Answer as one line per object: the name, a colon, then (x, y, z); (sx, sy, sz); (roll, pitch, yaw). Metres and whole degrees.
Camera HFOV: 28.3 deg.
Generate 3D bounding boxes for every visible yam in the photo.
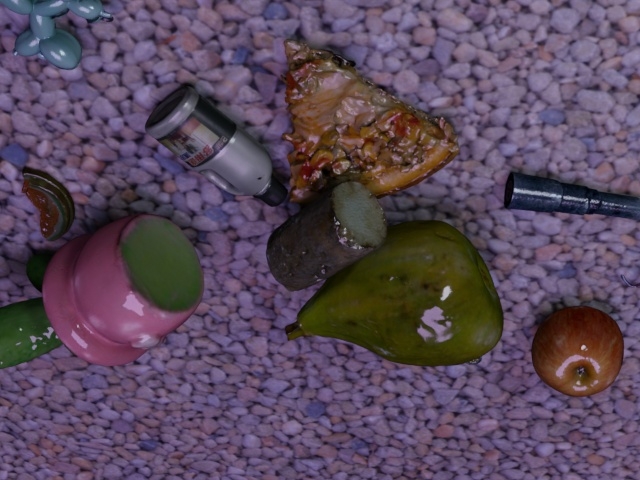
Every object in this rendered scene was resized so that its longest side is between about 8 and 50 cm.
yam: (0.000, 0.000, 1.815); (0.107, 0.107, 0.194); (32, 141, -22)

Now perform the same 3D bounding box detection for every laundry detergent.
laundry detergent: (-0.137, -0.123, 1.812); (0.099, 0.070, 0.226); (-36, 122, 27)

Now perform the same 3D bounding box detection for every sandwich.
sandwich: (-0.414, -0.056, 1.938); (0.067, 0.029, 0.135); (-9, 132, 15)

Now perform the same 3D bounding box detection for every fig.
fig: (0.106, 0.089, 1.860); (0.314, 0.233, 0.233); (-10, 134, -6)

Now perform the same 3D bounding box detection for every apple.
apple: (0.404, 0.176, 1.997); (0.146, 0.131, 0.146); (5, 129, 6)

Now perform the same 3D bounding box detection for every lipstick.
lipstick: (0.385, -0.055, 1.828); (0.234, 0.053, 0.053); (8, 135, -4)

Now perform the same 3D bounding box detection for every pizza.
pizza: (0.066, -0.153, 1.759); (0.251, 0.074, 0.287); (-3, 136, 6)

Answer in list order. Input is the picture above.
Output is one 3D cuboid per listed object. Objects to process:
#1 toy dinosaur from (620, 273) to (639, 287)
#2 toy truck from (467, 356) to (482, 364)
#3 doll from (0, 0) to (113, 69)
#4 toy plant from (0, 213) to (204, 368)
toy dinosaur: (0.552, 0.040, 1.908); (0.197, 0.045, 0.080); (-17, 117, 13)
toy truck: (0.194, 0.133, 2.018); (0.169, 0.077, 0.100); (8, 137, 1)
doll: (-0.357, -0.295, 1.675); (0.159, 0.059, 0.158); (-17, 130, 20)
toy plant: (-0.366, 0.097, 1.939); (0.356, 0.210, 0.317); (-20, 171, 38)
